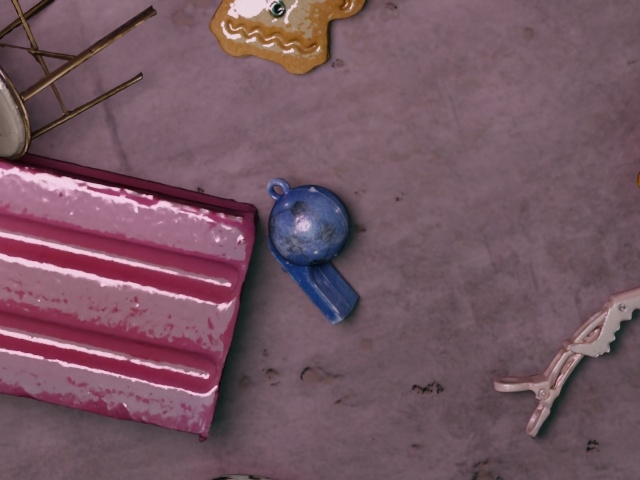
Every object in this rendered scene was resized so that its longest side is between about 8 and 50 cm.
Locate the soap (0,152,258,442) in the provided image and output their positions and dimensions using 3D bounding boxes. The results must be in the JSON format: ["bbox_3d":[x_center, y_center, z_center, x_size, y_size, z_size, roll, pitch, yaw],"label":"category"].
[{"bbox_3d":[-0.257,0.042,1.579,0.360,0.128,0.233,13,98,-4],"label":"soap"}]

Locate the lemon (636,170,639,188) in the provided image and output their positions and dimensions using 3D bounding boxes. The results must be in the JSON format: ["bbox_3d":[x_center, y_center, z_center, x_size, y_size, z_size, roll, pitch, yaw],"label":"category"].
[{"bbox_3d":[0.457,-0.068,1.512,0.310,0.258,0.258,-15,100,-3],"label":"lemon"}]

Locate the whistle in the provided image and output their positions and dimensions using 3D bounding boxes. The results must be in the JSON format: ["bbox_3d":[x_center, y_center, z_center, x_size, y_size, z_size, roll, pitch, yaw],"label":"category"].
[{"bbox_3d":[0.000,0.000,1.600,0.090,0.090,0.158,-40,99,5],"label":"whistle"}]

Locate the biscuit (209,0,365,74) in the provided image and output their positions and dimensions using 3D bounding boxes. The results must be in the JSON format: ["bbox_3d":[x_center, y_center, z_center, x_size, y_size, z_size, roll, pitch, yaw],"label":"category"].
[{"bbox_3d":[-0.028,-0.281,1.573,0.166,0.036,0.225,17,99,-3],"label":"biscuit"}]

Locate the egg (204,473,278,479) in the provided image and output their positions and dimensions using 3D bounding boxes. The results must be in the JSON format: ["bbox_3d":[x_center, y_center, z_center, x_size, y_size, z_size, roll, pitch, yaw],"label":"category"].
[{"bbox_3d":[-0.076,0.296,1.631,0.164,0.131,0.131,-18,100,-9],"label":"egg"}]

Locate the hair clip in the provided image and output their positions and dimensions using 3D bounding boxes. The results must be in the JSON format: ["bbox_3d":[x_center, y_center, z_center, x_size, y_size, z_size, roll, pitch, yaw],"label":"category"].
[{"bbox_3d":[0.273,0.101,1.651,0.072,0.034,0.226,44,96,-8],"label":"hair clip"}]

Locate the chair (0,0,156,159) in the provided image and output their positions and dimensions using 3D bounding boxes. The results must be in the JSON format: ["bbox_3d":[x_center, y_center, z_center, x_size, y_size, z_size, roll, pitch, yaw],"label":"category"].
[{"bbox_3d":[-0.321,-0.144,1.454,0.326,0.160,0.170,-39,79,-28],"label":"chair"}]
